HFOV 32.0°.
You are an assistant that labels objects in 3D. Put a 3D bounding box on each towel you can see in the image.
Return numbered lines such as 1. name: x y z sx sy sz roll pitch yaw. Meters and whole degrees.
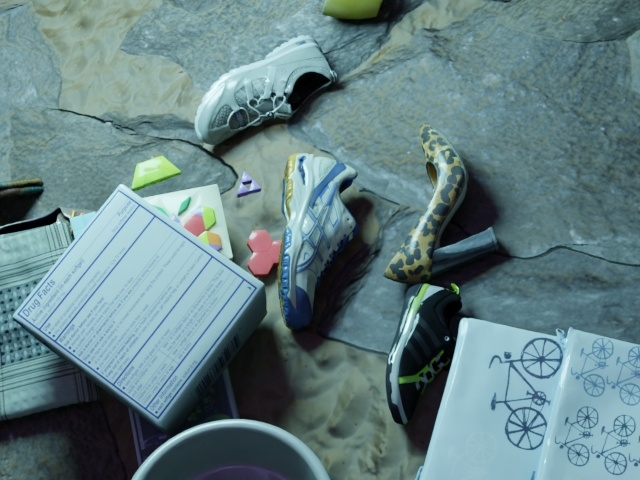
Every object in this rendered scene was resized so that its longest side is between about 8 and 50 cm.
1. towel: -0.540 0.145 1.861 0.324 0.056 0.312 -13 84 14
2. towel: -0.721 -0.064 2.013 0.370 0.271 0.040 -8 96 12

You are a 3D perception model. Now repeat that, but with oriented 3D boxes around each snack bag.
1. snack bag: 0.321 0.269 1.569 0.342 0.037 0.323 12 66 16

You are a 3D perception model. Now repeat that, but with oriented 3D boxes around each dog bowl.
1. dog bowl: -0.125 0.407 1.569 0.348 0.102 0.349 -2 52 2

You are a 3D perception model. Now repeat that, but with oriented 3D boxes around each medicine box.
1. medicine box: -0.272 0.110 1.731 0.289 0.149 0.263 34 75 10

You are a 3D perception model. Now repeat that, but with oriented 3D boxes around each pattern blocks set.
1. pattern blocks set: -0.239 -0.008 1.862 0.324 0.026 0.285 -26 76 -10

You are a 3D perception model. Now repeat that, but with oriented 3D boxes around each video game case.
1. video game case: -0.215 0.283 1.766 0.173 0.022 0.190 -21 57 5

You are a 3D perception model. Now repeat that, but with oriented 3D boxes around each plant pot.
1. plant pot: 0.072 -0.461 2.057 0.095 0.134 0.134 23 68 -1

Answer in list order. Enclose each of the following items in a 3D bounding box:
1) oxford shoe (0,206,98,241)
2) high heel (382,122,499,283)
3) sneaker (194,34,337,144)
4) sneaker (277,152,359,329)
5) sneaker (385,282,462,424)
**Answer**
1. oxford shoe: -0.386 0.007 1.917 0.363 0.133 0.130 -9 58 13
2. high heel: 0.153 -0.061 1.800 0.186 0.093 0.261 -21 65 -2
3. sneaker: -0.099 -0.257 1.994 0.281 0.105 0.115 -37 56 -6
4. sneaker: 0.000 0.000 1.810 0.130 0.112 0.297 6 75 -8
5. sneaker: 0.162 0.164 1.676 0.097 0.084 0.235 6 63 18
